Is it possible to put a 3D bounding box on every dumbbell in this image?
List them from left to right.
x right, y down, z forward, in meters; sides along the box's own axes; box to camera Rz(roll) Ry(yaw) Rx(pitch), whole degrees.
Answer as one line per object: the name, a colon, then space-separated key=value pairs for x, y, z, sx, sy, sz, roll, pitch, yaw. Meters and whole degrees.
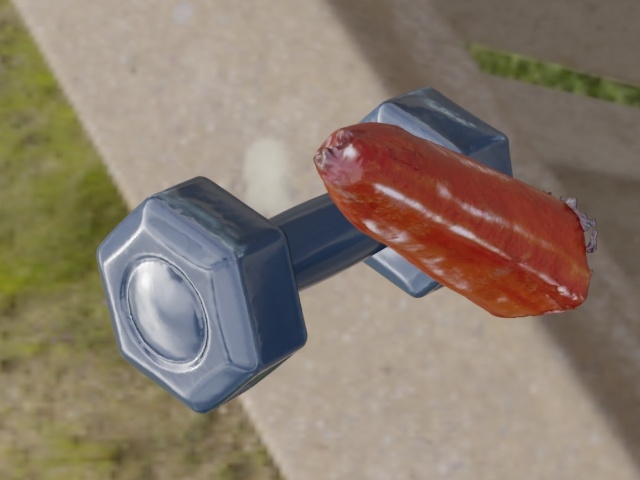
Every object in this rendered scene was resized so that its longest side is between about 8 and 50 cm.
dumbbell: x=0.000 y=0.000 z=1.401 sx=0.156 sy=0.316 sz=0.144 roll=35 pitch=130 yaw=29

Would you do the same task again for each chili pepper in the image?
chili pepper: x=0.048 y=-0.015 z=0.857 sx=0.088 sy=0.169 sz=0.065 roll=21 pitch=88 yaw=38
